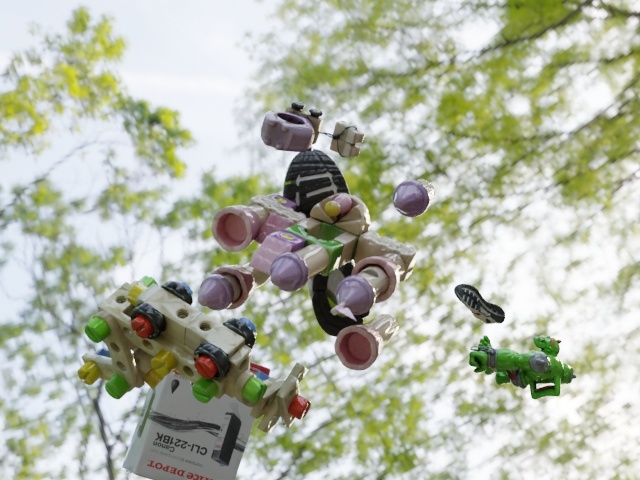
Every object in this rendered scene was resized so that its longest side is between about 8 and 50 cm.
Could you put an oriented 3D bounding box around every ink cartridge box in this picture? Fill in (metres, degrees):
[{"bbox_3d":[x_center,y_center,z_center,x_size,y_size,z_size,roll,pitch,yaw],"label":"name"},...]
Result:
[{"bbox_3d":[-0.239,0.345,2.143,0.197,0.272,0.114,21,-11,-17],"label":"ink cartridge box"}]

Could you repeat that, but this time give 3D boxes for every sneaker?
[{"bbox_3d":[0.000,0.000,1.774,0.111,0.121,0.299,-11,-80,-7],"label":"sneaker"},{"bbox_3d":[0.271,0.116,1.942,0.109,0.040,0.044,38,-31,-16],"label":"sneaker"}]

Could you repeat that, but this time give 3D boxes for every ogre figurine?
[{"bbox_3d":[0.321,0.198,1.733,0.118,0.096,0.197,0,-34,34],"label":"ogre figurine"}]

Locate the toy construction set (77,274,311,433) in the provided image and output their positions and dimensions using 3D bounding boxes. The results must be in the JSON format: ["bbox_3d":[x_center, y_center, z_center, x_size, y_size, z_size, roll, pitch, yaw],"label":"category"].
[{"bbox_3d":[-0.171,0.160,1.460,0.328,0.151,0.215,18,-46,9],"label":"toy construction set"}]

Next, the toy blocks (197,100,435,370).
[{"bbox_3d":[-0.020,0.004,1.550,0.260,0.289,0.308,-26,-45,-62],"label":"toy blocks"}]
